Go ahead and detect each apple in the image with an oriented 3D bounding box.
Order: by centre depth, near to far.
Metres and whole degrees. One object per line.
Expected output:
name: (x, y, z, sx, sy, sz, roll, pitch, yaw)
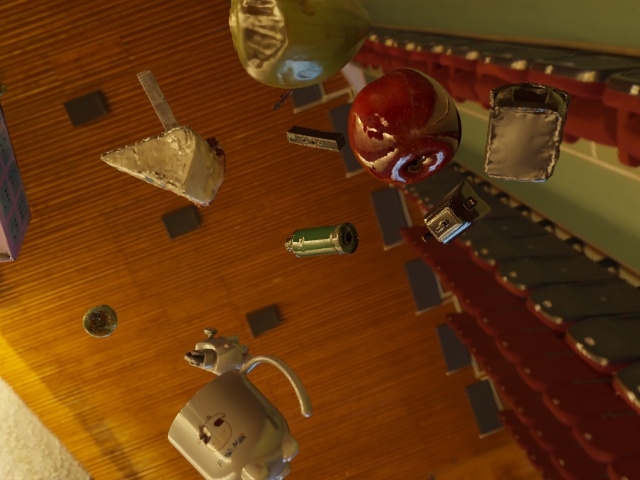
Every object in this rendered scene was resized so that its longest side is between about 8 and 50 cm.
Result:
apple: (0.161, -0.218, 1.282, 0.201, 0.218, 0.218, 61, 174, 23)

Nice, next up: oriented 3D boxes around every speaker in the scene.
speaker: (-0.016, -0.314, 2.033, 0.191, 0.046, 0.040, 16, 137, 32)

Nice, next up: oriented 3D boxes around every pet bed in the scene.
pet bed: (0.488, -0.264, 1.572, 0.159, 0.183, 0.211, -64, -25, -49)

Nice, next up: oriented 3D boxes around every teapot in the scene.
teapot: (0.268, -0.044, 1.364, 0.087, 0.096, 0.177, 50, 135, 3)

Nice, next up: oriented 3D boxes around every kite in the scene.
kite: (-0.082, -0.378, 1.689, 0.010, 0.159, 0.190, 45, 141, -6)

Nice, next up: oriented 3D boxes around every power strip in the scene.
power strip: (-0.406, -0.103, 0.802, 0.109, 0.037, 0.279, -102, 11, -52)

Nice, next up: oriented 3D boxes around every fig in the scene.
fig: (-0.034, -0.407, 1.227, 0.239, 0.271, 0.240, 171, 90, -72)

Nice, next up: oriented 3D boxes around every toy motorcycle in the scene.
toy motorcycle: (-0.260, 0.316, 1.809, 0.260, 0.170, 0.110, 3, -80, -79)

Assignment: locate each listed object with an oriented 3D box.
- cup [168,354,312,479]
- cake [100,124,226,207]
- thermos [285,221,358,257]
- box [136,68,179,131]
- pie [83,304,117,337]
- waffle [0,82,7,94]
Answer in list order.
cup: (-0.096, 0.261, 0.909, 0.142, 0.173, 0.134, 39, 152, 21)
cake: (-0.257, -0.145, 1.107, 0.220, 0.117, 0.086, 23, 176, 35)
thermos: (-0.003, -0.001, 1.561, 0.083, 0.187, 0.073, -52, -57, -39)
box: (-0.419, -0.348, 1.761, 0.218, 0.039, 0.055, 66, 172, -24)
pie: (-0.524, 0.194, 1.578, 0.017, 0.085, 0.085, 36, 149, 61)
waffle: (-0.777, -0.252, 1.395, 0.058, 0.238, 0.243, 26, -169, 22)
